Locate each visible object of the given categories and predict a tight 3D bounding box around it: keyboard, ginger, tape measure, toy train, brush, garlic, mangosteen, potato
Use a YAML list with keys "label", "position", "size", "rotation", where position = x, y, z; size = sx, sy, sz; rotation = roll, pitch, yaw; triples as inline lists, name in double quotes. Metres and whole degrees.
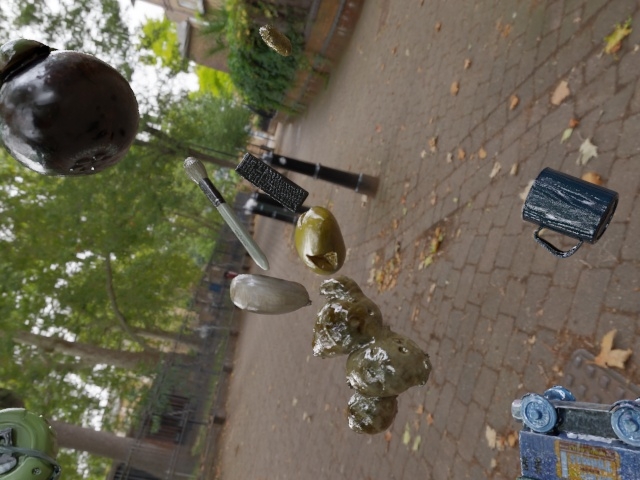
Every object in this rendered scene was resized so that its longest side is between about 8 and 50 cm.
- label: "keyboard"
  position: [-0.100, -0.119, 1.056]
  size: [0.053, 0.155, 0.010]
  rotation: [-57, 2, -2]
- label: "ginger"
  position: [0.099, 0.259, 1.220]
  size: [0.256, 0.375, 0.176]
  rotation: [-36, -12, 24]
- label: "tape measure"
  position: [-0.581, 0.400, 0.938]
  size: [0.106, 0.200, 0.175]
  rotation: [100, 157, -55]
- label: "toy train"
  position: [0.492, 0.371, 0.905]
  size: [0.300, 0.131, 0.202]
  rotation: [-12, 78, 50]
- label: "brush"
  position: [-0.175, -0.054, 0.955]
  size: [0.299, 0.039, 0.042]
  rotation: [50, 156, 23]
- label: "garlic"
  position: [-0.118, 0.118, 1.141]
  size: [0.101, 0.196, 0.087]
  rotation: [-28, -57, -83]
- label: "mangosteen"
  position: [-0.554, -0.289, 1.121]
  size: [0.300, 0.300, 0.300]
  rotation: [-165, 90, -81]
- label: "potato"
  position: [-0.099, -0.445, 1.138]
  size: [0.040, 0.083, 0.051]
  rotation: [-32, 30, 39]

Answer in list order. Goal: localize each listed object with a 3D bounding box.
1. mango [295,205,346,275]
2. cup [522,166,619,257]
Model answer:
- label: "mango"
  position: [0.000, 0.000, 1.462]
  size: [0.167, 0.130, 0.262]
  rotation: [50, 162, 34]
- label: "cup"
  position: [0.485, -0.053, 0.999]
  size: [0.113, 0.138, 0.150]
  rotation: [-39, -39, -29]
